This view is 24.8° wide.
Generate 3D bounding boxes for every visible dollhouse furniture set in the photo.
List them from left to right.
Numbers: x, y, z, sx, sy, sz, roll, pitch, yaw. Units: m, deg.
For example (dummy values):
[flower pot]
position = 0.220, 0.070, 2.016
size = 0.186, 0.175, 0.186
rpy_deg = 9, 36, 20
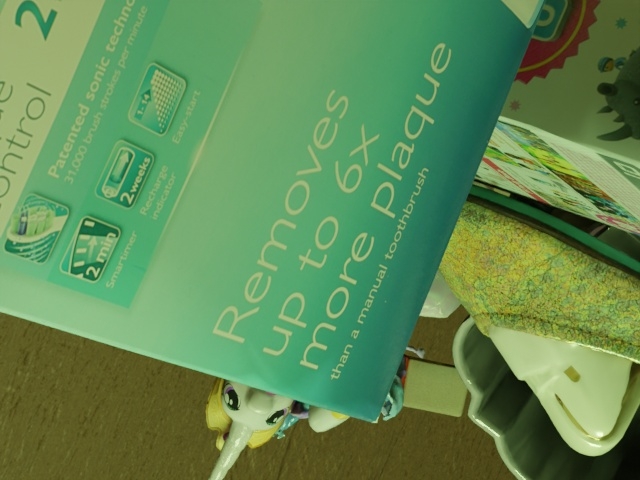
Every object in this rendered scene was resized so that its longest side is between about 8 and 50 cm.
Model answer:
[dollhouse furniture set]
position = 0.104, 0.043, 1.509
size = 0.135, 0.259, 0.262
rpy_deg = 13, 178, -4

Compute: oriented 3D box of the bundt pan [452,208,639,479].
[bundt pan]
position = 0.260, 0.077, 0.955
size = 0.330, 0.124, 0.331
rpy_deg = 18, 137, 18

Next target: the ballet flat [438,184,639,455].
[ballet flat]
position = 0.195, 0.079, 0.778
size = 0.348, 0.123, 0.123
rpy_deg = 23, 178, 3

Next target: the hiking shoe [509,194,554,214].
[hiking shoe]
position = 0.266, 0.020, 1.142
size = 0.132, 0.113, 0.304
rpy_deg = 25, 177, -38

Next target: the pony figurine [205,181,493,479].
[pony figurine]
position = 0.000, 0.000, 1.109
size = 0.302, 0.351, 0.363
rpy_deg = 21, 158, -6

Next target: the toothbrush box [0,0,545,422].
[toothbrush box]
position = -0.062, -0.088, 0.411
size = 0.126, 0.216, 0.295
rpy_deg = 20, 176, 36

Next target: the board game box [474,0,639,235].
[board game box]
position = 0.142, -0.060, 0.638
size = 0.303, 0.098, 0.224
rpy_deg = 21, 178, 30
